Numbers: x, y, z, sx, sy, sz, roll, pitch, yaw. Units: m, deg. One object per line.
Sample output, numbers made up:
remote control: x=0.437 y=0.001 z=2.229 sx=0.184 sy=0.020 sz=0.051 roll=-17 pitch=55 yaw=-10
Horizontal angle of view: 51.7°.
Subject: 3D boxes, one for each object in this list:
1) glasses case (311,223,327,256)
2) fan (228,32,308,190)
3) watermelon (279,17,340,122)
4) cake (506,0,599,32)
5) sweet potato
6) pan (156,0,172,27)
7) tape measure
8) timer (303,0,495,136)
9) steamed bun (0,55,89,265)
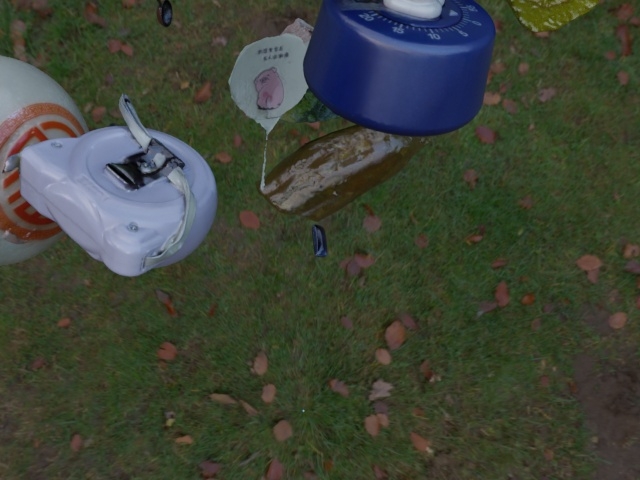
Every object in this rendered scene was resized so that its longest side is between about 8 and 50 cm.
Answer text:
glasses case: x=0.000 y=0.000 z=1.593 sx=0.034 sy=0.023 sz=0.083 roll=9 pitch=63 yaw=-31
fan: x=-0.099 y=-0.242 z=1.232 sx=0.182 sy=0.010 sz=0.310 roll=-4 pitch=77 yaw=24
watermelon: x=-0.014 y=-0.384 z=1.561 sx=0.310 sy=0.193 sz=0.231 roll=2 pitch=66 yaw=43
cake: x=0.389 y=-0.513 z=1.150 sx=0.179 sy=0.260 sz=0.156 roll=-22 pitch=31 yaw=29
sweet potato: x=0.051 y=-0.159 z=1.368 sx=0.370 sy=0.158 sz=0.157 roll=-30 pitch=78 yaw=2
pan: x=-0.407 y=-0.591 z=1.683 sx=0.024 sy=0.115 sz=0.068 roll=9 pitch=79 yaw=8
tape measure: x=-0.207 y=-0.060 z=0.729 sx=0.196 sy=0.105 sz=0.178 roll=33 pitch=40 yaw=12
timer: x=0.134 y=-0.359 z=0.861 sx=0.271 sy=0.383 sz=0.270 roll=7 pitch=43 yaw=-6
steamed bun: x=-0.414 y=-0.099 z=0.877 sx=0.177 sy=0.283 sz=0.282 roll=14 pitch=74 yaw=25
